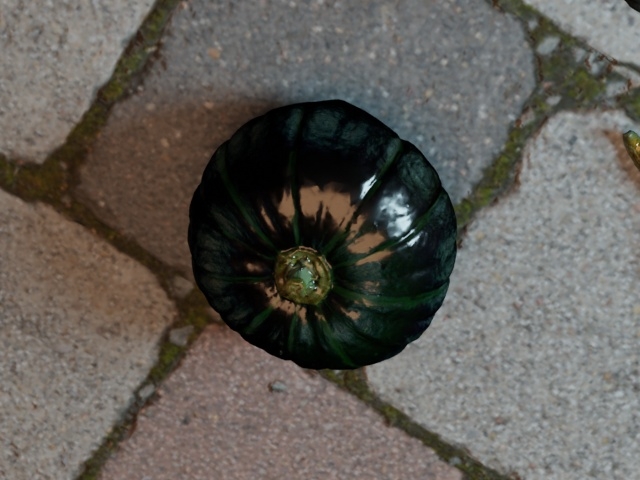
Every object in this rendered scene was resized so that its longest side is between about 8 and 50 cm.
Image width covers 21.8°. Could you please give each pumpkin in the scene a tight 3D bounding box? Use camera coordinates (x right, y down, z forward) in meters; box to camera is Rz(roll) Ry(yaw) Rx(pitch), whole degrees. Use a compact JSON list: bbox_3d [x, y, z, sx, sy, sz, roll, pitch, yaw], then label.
[{"bbox_3d":[0.000,0.000,1.191,0.202,0.140,0.202,5,115,12],"label":"pumpkin"}]

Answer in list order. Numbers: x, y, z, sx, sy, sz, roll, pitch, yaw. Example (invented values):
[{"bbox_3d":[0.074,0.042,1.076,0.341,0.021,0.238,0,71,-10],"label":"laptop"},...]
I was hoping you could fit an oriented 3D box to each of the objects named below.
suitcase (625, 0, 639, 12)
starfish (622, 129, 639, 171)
[{"bbox_3d":[0.115,-0.291,1.028,0.312,0.128,0.202,27,119,0],"label":"suitcase"},{"bbox_3d":[0.315,-0.030,1.171,0.216,0.050,0.223,28,123,-11],"label":"starfish"}]
